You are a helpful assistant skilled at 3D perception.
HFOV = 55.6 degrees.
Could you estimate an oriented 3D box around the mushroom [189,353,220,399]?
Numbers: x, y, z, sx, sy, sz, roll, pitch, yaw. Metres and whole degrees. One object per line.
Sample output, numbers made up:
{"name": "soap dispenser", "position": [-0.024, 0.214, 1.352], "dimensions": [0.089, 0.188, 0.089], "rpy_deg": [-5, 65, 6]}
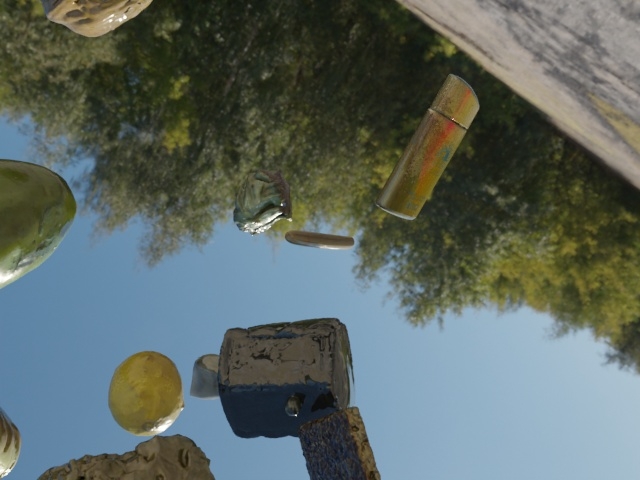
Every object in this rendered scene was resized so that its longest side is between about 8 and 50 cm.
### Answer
{"name": "mushroom", "position": [-0.239, 0.340, 1.481], "dimensions": [0.225, 0.116, 0.093], "rpy_deg": [1, 162, 37]}

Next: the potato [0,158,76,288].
{"name": "potato", "position": [-0.537, -0.026, 0.963], "dimensions": [0.216, 0.216, 0.304], "rpy_deg": [37, -135, 9]}

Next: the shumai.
{"name": "shumai", "position": [-0.129, -0.092, 1.543], "dimensions": [0.142, 0.184, 0.184], "rpy_deg": [10, -166, 12]}

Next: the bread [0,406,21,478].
{"name": "bread", "position": [-0.567, 0.295, 0.971], "dimensions": [0.213, 0.105, 0.213], "rpy_deg": [33, 157, 16]}

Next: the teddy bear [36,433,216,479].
{"name": "teddy bear", "position": [-0.144, 0.272, 0.422], "dimensions": [0.267, 0.256, 0.156], "rpy_deg": [-20, -175, -28]}

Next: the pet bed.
{"name": "pet bed", "position": [-0.058, 0.227, 0.997], "dimensions": [0.210, 0.183, 0.159], "rpy_deg": [-6, 180, 15]}

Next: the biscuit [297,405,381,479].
{"name": "biscuit", "position": [0.020, 0.299, 0.814], "dimensions": [0.025, 0.231, 0.131], "rpy_deg": [-11, -109, -23]}

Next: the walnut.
{"name": "walnut", "position": [-0.403, -0.483, 1.096], "dimensions": [0.198, 0.245, 0.198], "rpy_deg": [49, -179, -1]}

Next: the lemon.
{"name": "lemon", "position": [-0.539, 0.469, 1.881], "dimensions": [0.233, 0.233, 0.288], "rpy_deg": [25, -152, -28]}

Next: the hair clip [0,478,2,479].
{"name": "hair clip", "position": [-0.443, 0.345, 0.712], "dimensions": [0.282, 0.113, 0.172], "rpy_deg": [31, -130, 13]}

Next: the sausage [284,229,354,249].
{"name": "sausage", "position": [0.000, 0.000, 0.924], "dimensions": [0.132, 0.024, 0.024], "rpy_deg": [5, -147, -42]}

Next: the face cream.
{"name": "face cream", "position": [0.218, -0.179, 1.203], "dimensions": [0.067, 0.285, 0.139], "rpy_deg": [37, -164, 32]}
